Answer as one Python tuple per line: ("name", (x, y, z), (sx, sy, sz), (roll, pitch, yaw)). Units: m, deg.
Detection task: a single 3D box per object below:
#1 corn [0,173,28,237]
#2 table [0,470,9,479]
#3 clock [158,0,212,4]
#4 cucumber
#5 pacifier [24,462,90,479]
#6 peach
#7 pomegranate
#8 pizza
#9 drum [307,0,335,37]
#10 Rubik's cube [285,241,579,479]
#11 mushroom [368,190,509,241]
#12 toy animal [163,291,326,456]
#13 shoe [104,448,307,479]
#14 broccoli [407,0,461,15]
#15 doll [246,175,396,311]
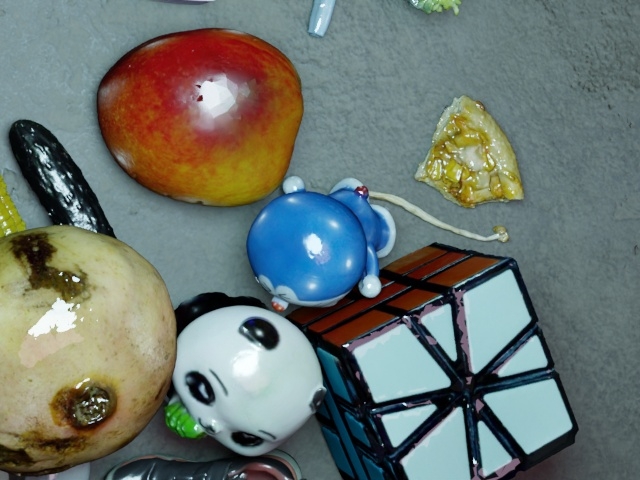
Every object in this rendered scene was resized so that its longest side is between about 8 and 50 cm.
("corn", (-0.472, -0.077, 1.609), (0.119, 0.119, 0.322), (-29, 100, -15))
("table", (-0.516, 0.314, 1.593), (0.198, 0.166, 0.166), (-41, 105, -12))
("clock", (-0.259, -0.478, 1.672), (0.290, 0.080, 0.276), (13, 89, -21))
("cucumber", (-0.328, -0.028, 1.683), (0.081, 0.072, 0.304), (-25, 101, -15))
("pacifier", (-0.333, 0.362, 1.627), (0.279, 0.227, 0.207), (26, 59, -49))
("peach", (-0.162, -0.178, 1.676), (0.274, 0.245, 0.249), (6, 64, -9))
("pomegranate", (-0.331, 0.132, 1.525), (0.322, 0.322, 0.322), (-1, 94, -19))
("pizza", (0.214, -0.121, 1.872), (0.161, 0.062, 0.182), (-21, 102, -11))
("drum", (0.013, -0.428, 1.784), (0.130, 0.049, 0.253), (33, 83, -19))
("Rubik's cube", (0.145, 0.191, 1.751), (0.293, 0.283, 0.289), (-23, 102, -13))
("mushroom", (0.159, -0.039, 1.880), (0.286, 0.026, 0.028), (15, 73, -18))
("toy animal", (-0.120, 0.182, 1.673), (0.212, 0.266, 0.213), (-3, 100, -18))
("shoe", (-0.154, 0.357, 1.736), (0.290, 0.137, 0.114), (-2, 94, -16))
("broccoli", (0.217, -0.446, 1.741), (0.247, 0.243, 0.263), (-21, 123, -51))
("doll", (0.000, 0.000, 1.717), (0.215, 0.257, 0.161), (39, 118, 17))
